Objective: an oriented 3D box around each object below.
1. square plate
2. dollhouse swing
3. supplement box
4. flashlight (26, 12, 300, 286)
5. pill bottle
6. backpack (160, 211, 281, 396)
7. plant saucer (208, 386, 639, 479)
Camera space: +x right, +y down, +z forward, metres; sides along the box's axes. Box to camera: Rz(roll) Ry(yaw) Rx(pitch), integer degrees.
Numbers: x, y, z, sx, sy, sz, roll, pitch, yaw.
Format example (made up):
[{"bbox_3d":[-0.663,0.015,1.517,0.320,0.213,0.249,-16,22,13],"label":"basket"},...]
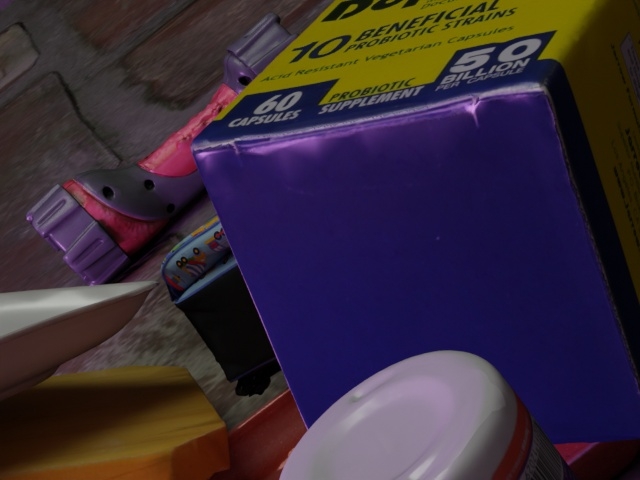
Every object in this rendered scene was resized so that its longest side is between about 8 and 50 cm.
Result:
[{"bbox_3d":[-0.322,0.095,0.980,0.347,0.049,0.344,-7,7,27],"label":"square plate"},{"bbox_3d":[-0.240,0.234,1.028,0.347,0.305,0.315,-160,78,-78],"label":"dollhouse swing"},{"bbox_3d":[0.115,-0.063,0.907,0.194,0.195,0.356,-8,25,30],"label":"supplement box"},{"bbox_3d":[-0.134,-0.089,1.519,0.304,0.103,0.103,-44,-10,-6],"label":"flashlight"},{"bbox_3d":[0.076,0.148,0.665,0.108,0.193,0.108,-30,23,14],"label":"pill bottle"},{"bbox_3d":[0.000,0.000,1.069,0.158,0.117,0.173,-32,7,39],"label":"backpack"},{"bbox_3d":[0.050,0.128,0.930,0.259,0.047,0.258,-36,23,-1],"label":"plant saucer"}]
